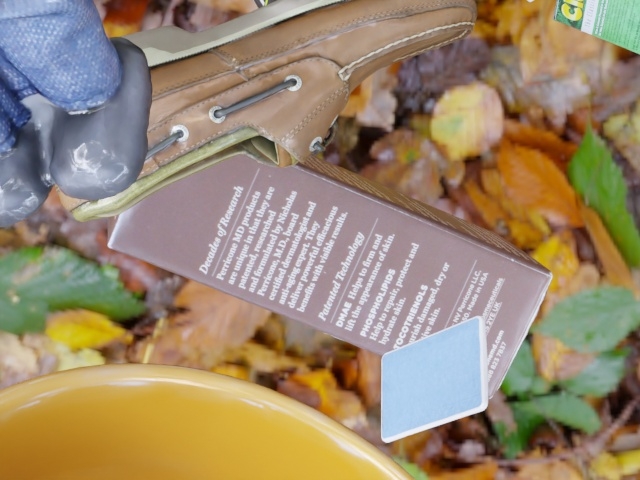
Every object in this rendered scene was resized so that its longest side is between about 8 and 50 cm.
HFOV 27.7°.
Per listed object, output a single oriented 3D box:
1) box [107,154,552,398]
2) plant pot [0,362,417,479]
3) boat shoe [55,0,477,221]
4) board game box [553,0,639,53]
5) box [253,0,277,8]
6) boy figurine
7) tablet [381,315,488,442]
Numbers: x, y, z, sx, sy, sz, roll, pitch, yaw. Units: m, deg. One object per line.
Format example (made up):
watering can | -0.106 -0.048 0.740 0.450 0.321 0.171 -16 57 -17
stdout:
box | 0.000 0.000 1.206 0.381 0.191 0.143 24 97 -13
plant pot | -0.062 0.174 0.393 0.205 0.205 0.188 22 128 -13
boat shoe | -0.032 -0.094 0.845 0.307 0.111 0.104 -18 84 -9
board game box | 0.303 -0.287 1.237 0.136 0.030 0.259 25 148 18
box | -0.026 -0.336 1.461 0.045 0.184 0.190 -1 132 -29
boy figurine | -0.156 -0.108 0.465 0.177 0.092 0.285 -13 153 13
tablet | 0.062 0.078 0.719 0.006 0.054 0.083 20 148 -34
